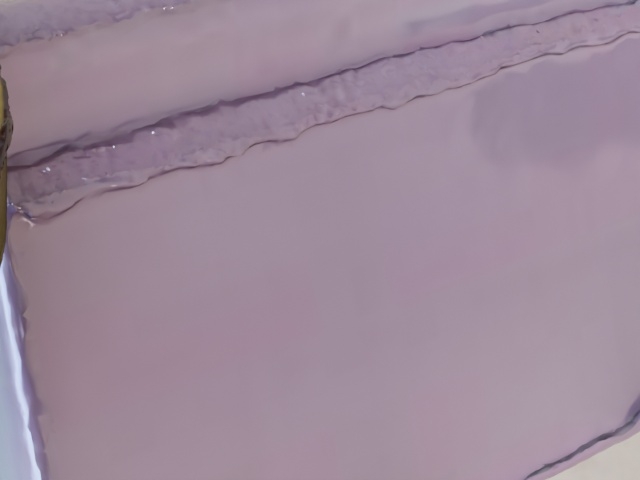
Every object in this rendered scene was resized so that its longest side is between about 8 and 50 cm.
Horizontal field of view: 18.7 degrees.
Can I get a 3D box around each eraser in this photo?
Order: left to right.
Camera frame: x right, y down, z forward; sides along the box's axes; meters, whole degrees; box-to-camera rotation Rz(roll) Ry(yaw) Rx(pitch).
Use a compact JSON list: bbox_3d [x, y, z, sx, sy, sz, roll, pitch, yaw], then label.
[{"bbox_3d":[0.000,0.000,0.841,0.122,0.359,0.272,10,113,52],"label":"eraser"}]

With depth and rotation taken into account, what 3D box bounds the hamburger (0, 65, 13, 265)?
[{"bbox_3d":[-0.169,-0.001,0.515,0.173,0.210,0.116,25,136,-24],"label":"hamburger"}]
